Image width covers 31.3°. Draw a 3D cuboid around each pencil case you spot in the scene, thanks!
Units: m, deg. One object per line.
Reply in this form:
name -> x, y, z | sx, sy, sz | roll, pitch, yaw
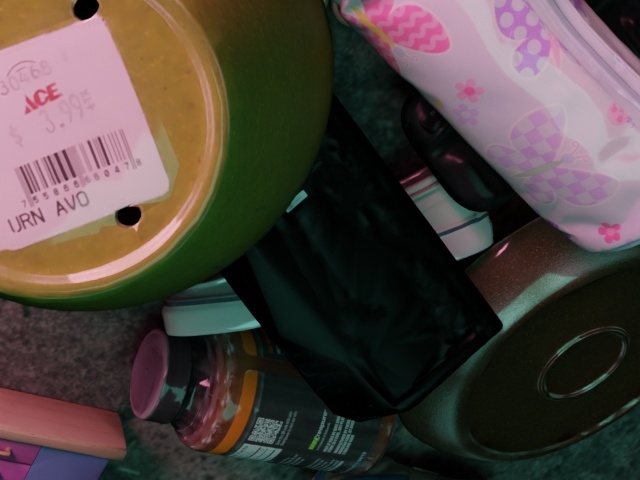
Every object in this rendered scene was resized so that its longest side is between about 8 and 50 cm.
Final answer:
pencil case -> 0.128, -0.114, 0.714 | 0.273, 0.113, 0.124 | 44, 135, -21

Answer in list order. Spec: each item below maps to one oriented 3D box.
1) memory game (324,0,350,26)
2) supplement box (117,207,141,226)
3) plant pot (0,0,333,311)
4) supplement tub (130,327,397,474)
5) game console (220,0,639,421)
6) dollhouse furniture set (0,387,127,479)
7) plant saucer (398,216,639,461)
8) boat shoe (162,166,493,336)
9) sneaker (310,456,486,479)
memory game -> 0.017, -0.225, 0.741 | 0.186, 0.012, 0.186 | -10, 126, -14
supplement box -> -0.135, -0.022, 0.779 | 0.043, 0.083, 0.055 | -22, 126, -5
plant pot -> -0.113, -0.074, 0.567 | 0.275, 0.293, 0.274 | -1, 103, -6
supplement tub -> -0.045, 0.120, 0.895 | 0.198, 0.106, 0.106 | 15, 116, -27
game console -> 0.101, -0.050, 0.804 | 0.361, 0.044, 0.213 | -39, 107, -8
dollhouse furniture set -> -0.263, 0.267, 0.793 | 0.286, 0.303, 0.198 | 18, 114, -29
plant saucer -> 0.210, 0.089, 0.960 | 0.311, 0.050, 0.310 | -16, 137, -16
boat shoe -> 0.000, 0.000, 0.850 | 0.258, 0.095, 0.084 | -18, 98, -16
sneaker -> 0.084, 0.239, 1.038 | 0.229, 0.092, 0.087 | 10, 119, -47
